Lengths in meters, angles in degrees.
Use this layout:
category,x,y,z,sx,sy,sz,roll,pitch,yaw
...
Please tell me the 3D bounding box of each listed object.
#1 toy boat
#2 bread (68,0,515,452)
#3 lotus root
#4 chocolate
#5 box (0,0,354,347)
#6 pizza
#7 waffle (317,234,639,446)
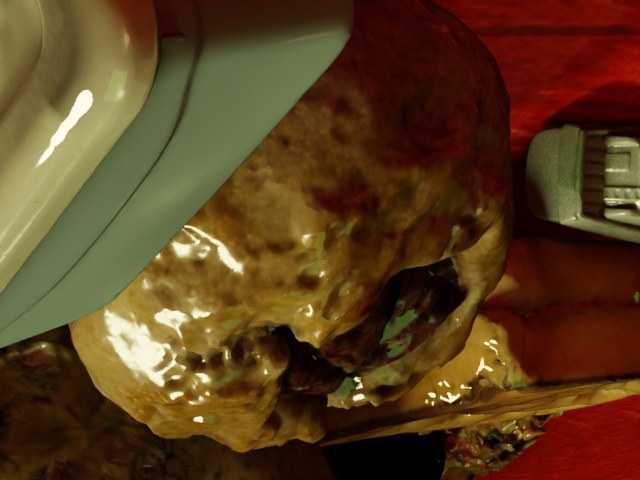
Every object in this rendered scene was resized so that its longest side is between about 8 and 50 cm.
category,x,y,z,sx,sy,sz,roll,pitch,yaw
toy boat,0.230,-0.032,0.884,0.261,0.078,0.085,4,179,-44
bread,0.000,0.000,0.637,0.230,0.123,0.230,-36,153,-22
lotus root,-0.109,0.123,0.793,0.149,0.267,0.260,-58,150,-26
chocolate,0.037,0.196,1.164,0.148,0.126,0.343,-29,160,-13
box,-0.106,-0.059,0.438,0.130,0.162,0.227,-16,159,-44
pizza,0.158,0.177,1.304,0.147,0.069,0.226,7,143,-46
waffle,0.132,0.067,0.942,0.328,0.098,0.224,0,166,-46
